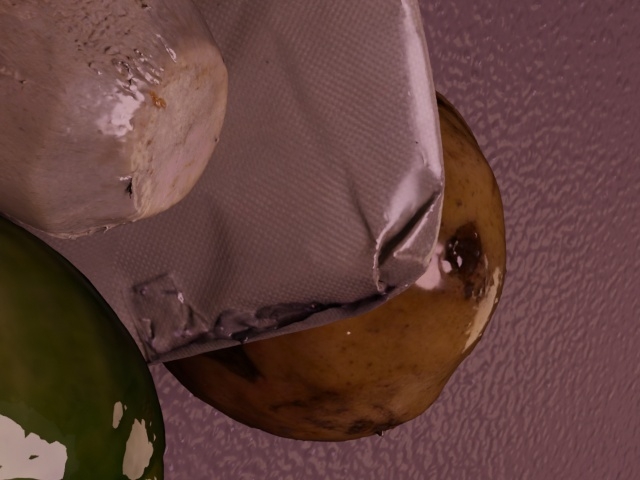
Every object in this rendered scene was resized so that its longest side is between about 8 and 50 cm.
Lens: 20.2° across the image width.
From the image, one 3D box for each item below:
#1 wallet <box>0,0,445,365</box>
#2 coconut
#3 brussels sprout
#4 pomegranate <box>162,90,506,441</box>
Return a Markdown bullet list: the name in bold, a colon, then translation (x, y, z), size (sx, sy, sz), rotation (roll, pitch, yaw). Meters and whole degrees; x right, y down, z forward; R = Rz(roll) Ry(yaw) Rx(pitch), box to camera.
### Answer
- **wallet**: translation (-0.070, -0.070, 1.106), size (0.068, 0.335, 0.275), rotation (-30, 106, -73)
- **coconut**: translation (-0.145, -0.087, 1.003), size (0.161, 0.162, 0.161), rotation (-52, 154, -38)
- **brussels sprout**: translation (-0.241, 0.106, 1.021), size (0.281, 0.289, 0.355), rotation (-38, 101, 2)
- **pomegranate**: translation (0.000, 0.000, 1.278), size (0.281, 0.281, 0.281), rotation (-23, 122, -42)
